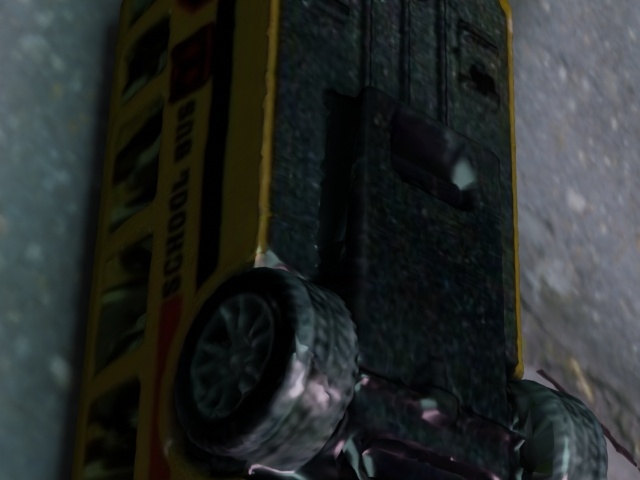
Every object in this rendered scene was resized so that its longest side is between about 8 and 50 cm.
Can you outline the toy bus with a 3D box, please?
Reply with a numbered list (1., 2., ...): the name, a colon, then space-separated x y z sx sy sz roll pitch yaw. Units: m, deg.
1. toy bus: 0.000 0.000 0.486 0.121 0.123 0.335 24 55 -35
